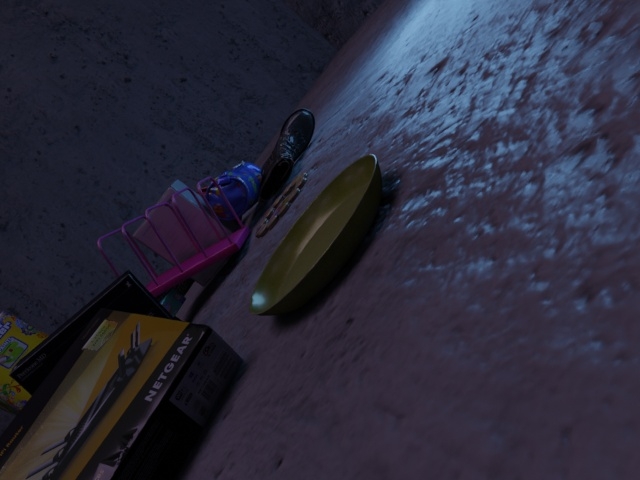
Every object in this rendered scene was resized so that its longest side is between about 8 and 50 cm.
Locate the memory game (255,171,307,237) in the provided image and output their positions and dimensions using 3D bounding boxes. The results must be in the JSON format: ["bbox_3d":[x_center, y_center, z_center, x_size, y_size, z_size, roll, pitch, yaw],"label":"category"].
[{"bbox_3d":[-0.089,-0.081,1.253,0.186,0.012,0.186,-49,14,16],"label":"memory game"}]

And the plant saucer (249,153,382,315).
[{"bbox_3d":[0.000,0.000,0.680,0.241,0.037,0.241,-48,14,15],"label":"plant saucer"}]

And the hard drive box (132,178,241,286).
[{"bbox_3d":[-0.350,-0.020,1.498,0.181,0.232,0.089,-48,14,14],"label":"hard drive box"}]

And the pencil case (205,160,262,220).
[{"bbox_3d":[-0.229,-0.147,1.567,0.119,0.133,0.306,-14,13,8],"label":"pencil case"}]

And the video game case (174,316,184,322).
[{"bbox_3d":[-0.422,0.309,1.292,0.232,0.042,0.210,-46,13,27],"label":"video game case"}]

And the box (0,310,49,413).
[{"bbox_3d":[-0.708,0.366,1.409,0.177,0.279,0.290,-60,-6,-32],"label":"box"}]

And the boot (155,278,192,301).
[{"bbox_3d":[-0.475,0.150,1.856,0.246,0.083,0.161,-50,5,-17],"label":"boot"}]

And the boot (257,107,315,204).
[{"bbox_3d":[-0.087,-0.226,1.489,0.263,0.091,0.229,-60,12,12],"label":"boot"}]

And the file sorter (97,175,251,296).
[{"bbox_3d":[-0.349,-0.008,1.342,0.290,0.182,0.202,-29,11,7],"label":"file sorter"}]

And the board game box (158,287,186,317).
[{"bbox_3d":[-0.413,0.221,1.293,0.210,0.047,0.160,-40,16,34],"label":"board game box"}]

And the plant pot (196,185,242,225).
[{"bbox_3d":[-0.346,-0.064,1.697,0.191,0.191,0.174,-43,14,35],"label":"plant pot"}]

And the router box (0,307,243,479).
[{"bbox_3d":[-0.270,0.235,0.668,0.243,0.081,0.309,0,48,38],"label":"router box"}]

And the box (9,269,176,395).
[{"bbox_3d":[-0.402,0.210,1.045,0.261,0.184,0.103,-42,17,-13],"label":"box"}]
